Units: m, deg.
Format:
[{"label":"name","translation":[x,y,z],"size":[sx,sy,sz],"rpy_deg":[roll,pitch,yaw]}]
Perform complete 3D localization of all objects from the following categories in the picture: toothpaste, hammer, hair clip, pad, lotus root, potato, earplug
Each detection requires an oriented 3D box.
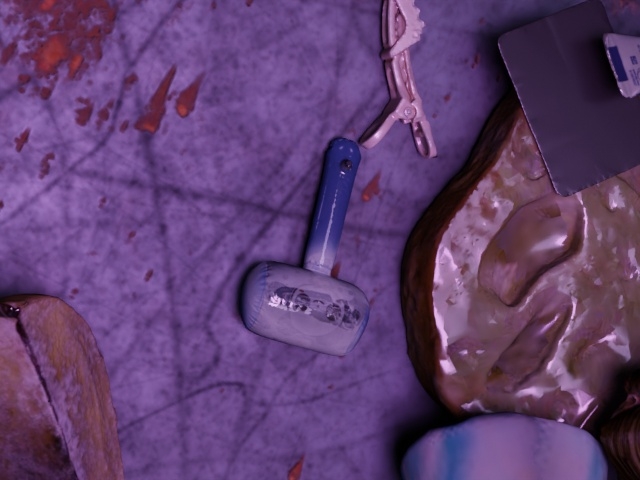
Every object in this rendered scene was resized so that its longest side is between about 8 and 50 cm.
[{"label":"toothpaste","translation":[0.323,-0.170,1.069],"size":[0.216,0.037,0.062],"rpy_deg":[-15,83,-48]},{"label":"hammer","translation":[0.000,0.000,1.020],"size":[0.116,0.069,0.193],"rpy_deg":[17,82,-18]},{"label":"hair clip","translation":[0.069,-0.186,1.034],"size":[0.072,0.034,0.226],"rpy_deg":[-3,96,-17]},{"label":"pad","translation":[0.233,-0.129,1.027],"size":[0.112,0.003,0.157],"rpy_deg":[-23,93,-13]},{"label":"lotus root","translation":[0.259,0.023,1.083],"size":[0.391,0.111,0.374],"rpy_deg":[-19,96,-14]},{"label":"potato","translation":[-0.238,0.145,0.954],"size":[0.120,0.100,0.261],"rpy_deg":[-2,115,20]},{"label":"earplug","translation":[0.158,0.326,0.929],"size":[0.185,0.185,0.324],"rpy_deg":[18,49,-19]}]

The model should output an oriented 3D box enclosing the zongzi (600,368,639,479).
[{"label":"zongzi","translation":[0.347,0.287,0.985],"size":[0.289,0.154,0.317],"rpy_deg":[22,78,-23]}]
